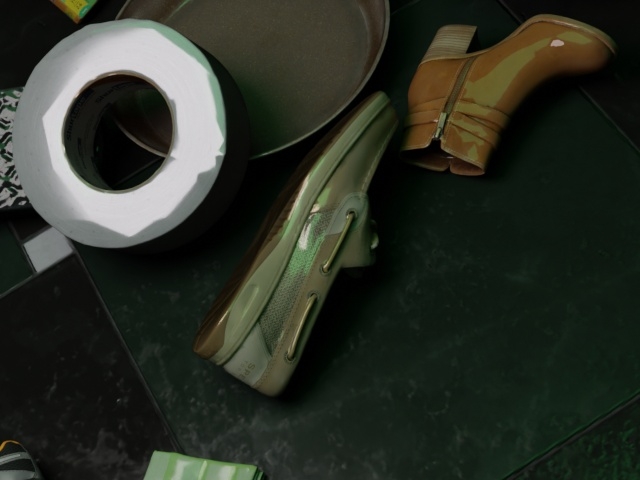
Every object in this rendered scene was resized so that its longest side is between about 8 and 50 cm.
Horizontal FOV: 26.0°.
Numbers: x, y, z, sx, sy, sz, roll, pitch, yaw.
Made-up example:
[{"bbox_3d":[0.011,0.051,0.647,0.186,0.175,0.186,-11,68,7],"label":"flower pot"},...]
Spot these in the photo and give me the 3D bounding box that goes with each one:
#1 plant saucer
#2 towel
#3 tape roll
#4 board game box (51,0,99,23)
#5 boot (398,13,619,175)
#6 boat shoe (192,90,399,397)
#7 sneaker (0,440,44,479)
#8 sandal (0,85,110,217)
[{"bbox_3d":[-0.075,-0.196,1.435,0.310,0.050,0.311,-9,57,14],"label":"plant saucer"},{"bbox_3d":[-0.120,0.255,1.182,0.113,0.023,0.152,6,61,21],"label":"towel"},{"bbox_3d":[-0.180,-0.098,1.325,0.219,0.072,0.219,-1,85,15],"label":"tape roll"},{"bbox_3d":[-0.329,-0.372,1.539,0.259,0.039,0.124,40,73,-8],"label":"board game box"},{"bbox_3d":[0.173,-0.130,1.301,0.197,0.073,0.152,1,58,33],"label":"boot"},{"bbox_3d":[0.000,0.000,1.266,0.098,0.109,0.302,35,69,-9],"label":"boat shoe"},{"bbox_3d":[-0.340,0.249,1.228,0.214,0.084,0.083,-20,51,-6],"label":"sneaker"},{"bbox_3d":[-0.437,-0.071,1.442,0.445,0.107,0.168,-1,83,2],"label":"sandal"}]
